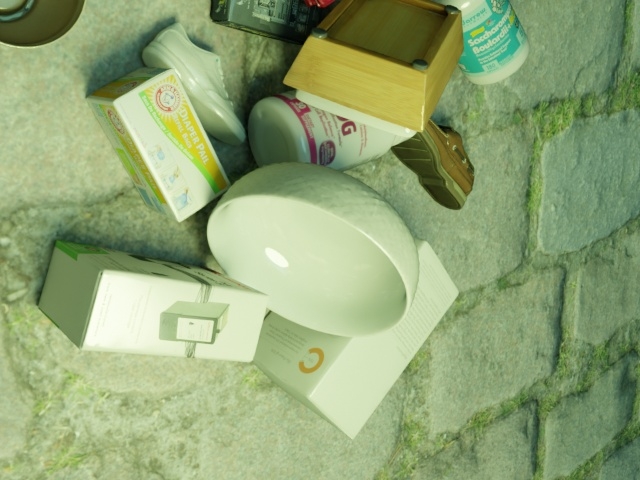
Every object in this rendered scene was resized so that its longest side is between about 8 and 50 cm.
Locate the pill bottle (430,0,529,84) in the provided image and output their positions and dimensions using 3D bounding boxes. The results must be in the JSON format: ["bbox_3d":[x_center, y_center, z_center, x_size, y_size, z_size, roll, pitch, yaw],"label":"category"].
[{"bbox_3d":[0.300,-0.447,1.304,0.264,0.146,0.146,43,75,-38],"label":"pill bottle"}]

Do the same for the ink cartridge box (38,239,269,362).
[{"bbox_3d":[-0.247,0.093,0.988,0.273,0.198,0.114,14,93,-41],"label":"ink cartridge box"}]

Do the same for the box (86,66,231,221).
[{"bbox_3d":[-0.239,-0.145,0.982,0.103,0.114,0.203,-38,122,-25],"label":"box"}]

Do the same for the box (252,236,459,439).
[{"bbox_3d":[0.058,0.152,1.236,0.345,0.215,0.168,-50,129,-15],"label":"box"}]

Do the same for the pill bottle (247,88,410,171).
[{"bbox_3d":[0.030,-0.202,1.150,0.283,0.160,0.160,-25,117,-32],"label":"pill bottle"}]

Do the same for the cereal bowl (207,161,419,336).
[{"bbox_3d":[0.000,0.000,1.031,0.339,0.339,0.141,54,47,-35],"label":"cereal bowl"}]

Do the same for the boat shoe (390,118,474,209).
[{"bbox_3d":[0.232,-0.190,1.359,0.104,0.111,0.307,-58,139,-15],"label":"boat shoe"}]

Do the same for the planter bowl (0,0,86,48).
[{"bbox_3d":[-0.388,-0.321,0.815,0.162,0.109,0.162,-11,109,-36],"label":"planter bowl"}]

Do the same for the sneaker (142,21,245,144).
[{"bbox_3d":[-0.175,-0.246,1.035,0.212,0.080,0.094,50,59,-35],"label":"sneaker"}]

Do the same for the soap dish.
[{"bbox_3d":[0.102,-0.308,1.072,0.118,0.229,0.290,102,13,-45],"label":"soap dish"}]

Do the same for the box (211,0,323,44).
[{"bbox_3d":[-0.072,-0.450,1.061,0.183,0.059,0.232,0,102,-41],"label":"box"}]

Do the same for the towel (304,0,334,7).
[{"bbox_3d":[-0.007,-0.527,1.032,0.199,0.031,0.274,-44,119,-31],"label":"towel"}]
